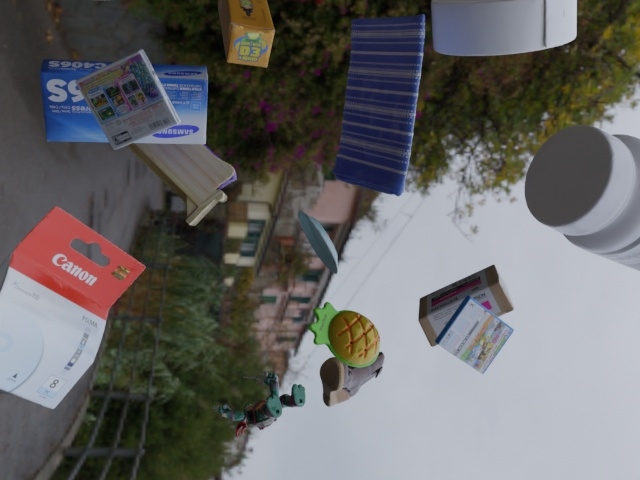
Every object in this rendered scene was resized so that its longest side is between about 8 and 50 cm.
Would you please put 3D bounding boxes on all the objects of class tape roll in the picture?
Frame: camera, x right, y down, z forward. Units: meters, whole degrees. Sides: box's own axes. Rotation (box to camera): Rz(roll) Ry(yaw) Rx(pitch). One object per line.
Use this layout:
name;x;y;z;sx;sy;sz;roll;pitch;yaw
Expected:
tape roll;0.366;-0.446;1.480;0.286;0.286;0.100;-120;-159;-66

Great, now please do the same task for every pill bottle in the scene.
pill bottle;0.421;-0.048;0.995;0.161;0.283;0.161;-33;-131;47

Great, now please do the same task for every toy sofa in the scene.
toy sofa;-0.381;-0.217;1.847;0.177;0.362;0.150;-46;-177;-4

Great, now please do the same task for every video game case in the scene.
video game case;-0.349;-0.252;1.342;0.143;0.157;0.019;64;28;-19
video game case;0.326;0.200;1.556;0.119;0.166;0.015;-55;-147;0

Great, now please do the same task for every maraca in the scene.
maraca;0.057;0.213;1.667;0.099;0.186;0.127;-36;-149;51

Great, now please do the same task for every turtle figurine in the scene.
turtle figurine;-0.147;0.403;1.816;0.234;0.175;0.118;-20;-76;48

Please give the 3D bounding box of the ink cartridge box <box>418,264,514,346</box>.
ink cartridge box;0.380;0.168;1.957;0.088;0.235;0.193;62;13;-6

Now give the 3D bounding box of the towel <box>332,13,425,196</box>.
towel;0.109;-0.268;1.451;0.243;0.040;0.336;26;-67;58

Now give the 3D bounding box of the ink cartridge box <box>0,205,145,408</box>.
ink cartridge box;-0.583;0.158;1.613;0.385;0.308;0.091;-50;-130;-5

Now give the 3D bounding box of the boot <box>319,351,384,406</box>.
boot;0.100;0.374;2.169;0.090;0.207;0.248;46;-30;28

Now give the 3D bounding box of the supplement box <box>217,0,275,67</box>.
supplement box;-0.136;-0.396;1.308;0.233;0.078;0.080;-104;-156;-49

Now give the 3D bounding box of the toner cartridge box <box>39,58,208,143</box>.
toner cartridge box;-0.427;-0.303;1.633;0.075;0.348;0.165;-107;-160;-51

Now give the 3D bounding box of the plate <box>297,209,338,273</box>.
plate;0.000;0.000;1.872;0.188;0.024;0.188;54;-11;16

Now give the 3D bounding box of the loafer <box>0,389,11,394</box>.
loafer;-0.734;0.241;1.682;0.366;0.130;0.133;52;25;-49
